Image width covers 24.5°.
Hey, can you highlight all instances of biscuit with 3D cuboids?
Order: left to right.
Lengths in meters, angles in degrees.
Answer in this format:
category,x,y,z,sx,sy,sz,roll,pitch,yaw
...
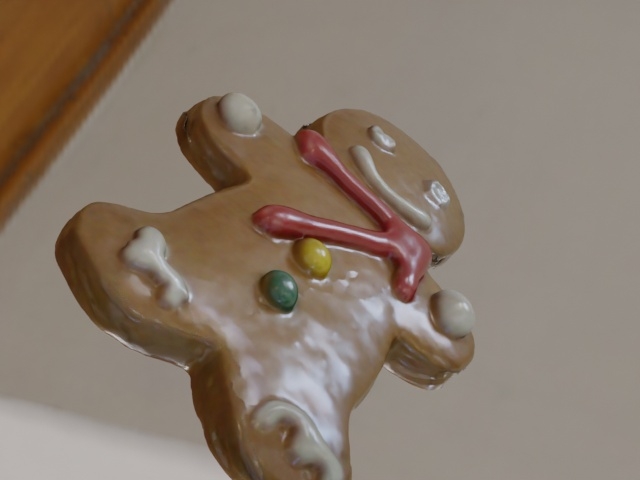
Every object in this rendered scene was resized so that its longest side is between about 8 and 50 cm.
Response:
category,x,y,z,sx,sy,sz,roll,pitch,yaw
biscuit,0.000,0.000,0.815,0.047,0.216,0.340,-44,175,33
